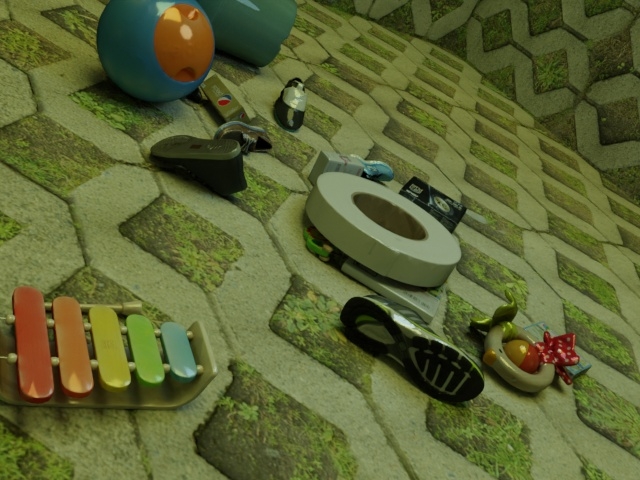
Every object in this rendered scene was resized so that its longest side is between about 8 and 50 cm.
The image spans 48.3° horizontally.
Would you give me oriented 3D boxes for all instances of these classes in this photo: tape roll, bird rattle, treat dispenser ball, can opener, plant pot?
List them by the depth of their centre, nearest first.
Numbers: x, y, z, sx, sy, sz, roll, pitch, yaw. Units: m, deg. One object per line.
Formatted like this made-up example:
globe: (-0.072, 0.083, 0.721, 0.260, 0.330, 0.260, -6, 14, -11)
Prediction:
bird rattle: (0.432, 0.245, 1.533, 0.253, 0.143, 0.207, 42, 39, -2)
tape roll: (0.149, -0.032, 1.686, 0.391, 0.072, 0.392, 24, 23, -11)
treat dispenser ball: (-0.407, -0.489, 1.771, 0.288, 0.288, 0.288, 22, 28, -12)
can opener: (-0.386, -0.447, 1.986, 0.059, 0.073, 0.186, -28, 47, -12)
plant pot: (-0.278, -0.754, 2.331, 0.334, 0.341, 0.341, 23, 27, -27)

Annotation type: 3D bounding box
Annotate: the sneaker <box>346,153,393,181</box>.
sneaker: (0.135, -0.188, 2.027, 0.162, 0.063, 0.073, 11, 49, -22)

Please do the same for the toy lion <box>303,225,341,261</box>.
toy lion: (0.000, 0.000, 1.599, 0.096, 0.034, 0.100, 30, 27, 17)

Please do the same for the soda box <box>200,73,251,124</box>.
soda box: (-0.259, -0.371, 1.931, 0.181, 0.058, 0.061, 53, -5, 37)

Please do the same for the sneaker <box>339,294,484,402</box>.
sneaker: (0.187, 0.191, 1.366, 0.300, 0.111, 0.121, 36, 24, 10)

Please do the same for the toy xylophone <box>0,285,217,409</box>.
toy xylophone: (-0.317, 0.143, 1.004, 0.322, 0.081, 0.236, 5, 35, -39)

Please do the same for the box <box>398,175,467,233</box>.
box: (0.296, -0.084, 1.961, 0.180, 0.078, 0.147, 33, 28, 9)

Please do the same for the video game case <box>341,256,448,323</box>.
video game case: (0.174, 0.079, 1.628, 0.226, 0.026, 0.206, 31, 28, 6)

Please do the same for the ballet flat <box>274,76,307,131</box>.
ballet flat: (-0.086, -0.429, 2.172, 0.095, 0.096, 0.280, 21, 29, -15)

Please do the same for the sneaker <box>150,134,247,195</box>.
sneaker: (-0.271, -0.161, 1.584, 0.221, 0.118, 0.083, 8, 41, 22)

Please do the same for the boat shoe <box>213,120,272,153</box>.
boat shoe: (-0.190, -0.259, 1.820, 0.066, 0.066, 0.183, 45, 31, 26)

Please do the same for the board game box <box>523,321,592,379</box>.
board game box: (0.548, 0.257, 1.669, 0.103, 0.026, 0.154, -6, 43, -47)

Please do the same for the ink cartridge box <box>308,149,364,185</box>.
ink cartridge box: (0.043, -0.178, 1.873, 0.122, 0.089, 0.052, 7, 31, -36)
